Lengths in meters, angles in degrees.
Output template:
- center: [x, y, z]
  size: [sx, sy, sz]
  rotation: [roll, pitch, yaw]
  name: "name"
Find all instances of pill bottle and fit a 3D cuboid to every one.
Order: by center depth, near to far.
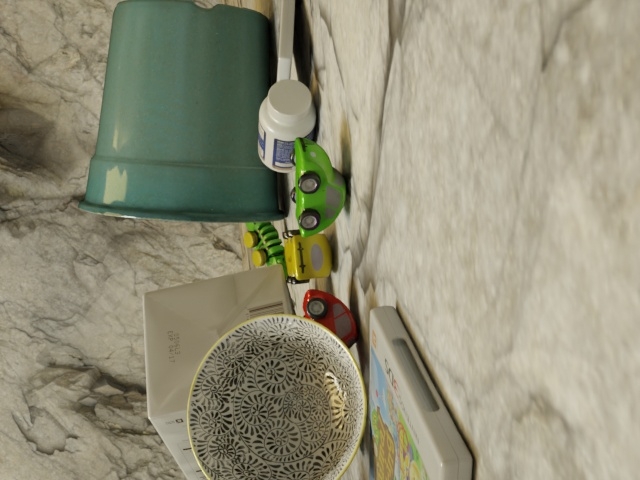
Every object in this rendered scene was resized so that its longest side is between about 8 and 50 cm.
- center: [-0.040, -0.136, 0.993]
  size: [0.120, 0.067, 0.067]
  rotation: [102, 160, -65]
  name: "pill bottle"

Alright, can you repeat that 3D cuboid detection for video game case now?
- center: [0.066, 0.186, 0.626]
  size: [0.193, 0.023, 0.212]
  rotation: [-112, 19, -64]
  name: "video game case"
- center: [-0.045, -0.239, 1.051]
  size: [0.143, 0.019, 0.157]
  rotation: [99, 173, -60]
  name: "video game case"

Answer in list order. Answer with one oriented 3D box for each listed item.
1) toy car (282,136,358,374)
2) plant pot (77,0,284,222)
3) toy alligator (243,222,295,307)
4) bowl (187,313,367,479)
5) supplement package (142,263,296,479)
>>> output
- center: [0.000, 0.000, 0.863]
  size: [0.239, 0.053, 0.224]
  rotation: [-109, 16, -56]
  name: "toy car"
- center: [-0.219, -0.211, 1.393]
  size: [0.341, 0.341, 0.334]
  rotation: [-146, 59, -79]
  name: "plant pot"
- center: [-0.076, 0.026, 1.398]
  size: [0.051, 0.056, 0.189]
  rotation: [-51, 57, 44]
  name: "toy alligator"
- center: [-0.028, 0.157, 0.764]
  size: [0.080, 0.170, 0.170]
  rotation: [38, -139, -64]
  name: "bowl"
- center: [-0.095, 0.197, 1.055]
  size: [0.293, 0.175, 0.177]
  rotation: [78, 179, -51]
  name: "supplement package"
